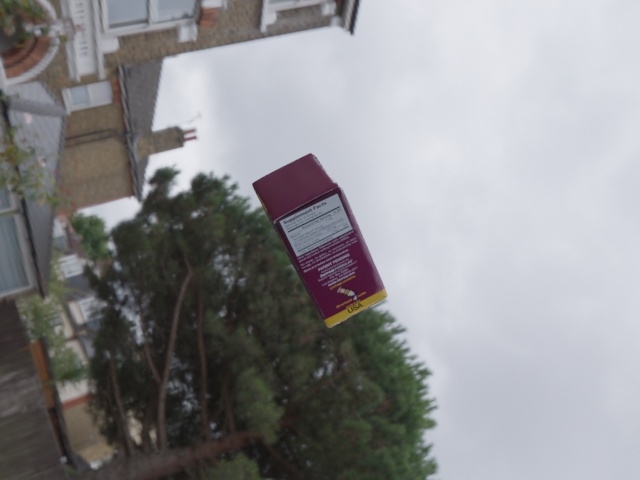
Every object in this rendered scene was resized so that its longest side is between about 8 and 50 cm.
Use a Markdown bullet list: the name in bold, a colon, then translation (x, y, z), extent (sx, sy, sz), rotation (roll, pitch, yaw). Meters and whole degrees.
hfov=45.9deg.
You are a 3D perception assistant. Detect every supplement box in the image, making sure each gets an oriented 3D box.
- **supplement box**: translation (0.000, 0.000, 0.444), extent (0.083, 0.043, 0.055), rotation (65, -4, -32)
